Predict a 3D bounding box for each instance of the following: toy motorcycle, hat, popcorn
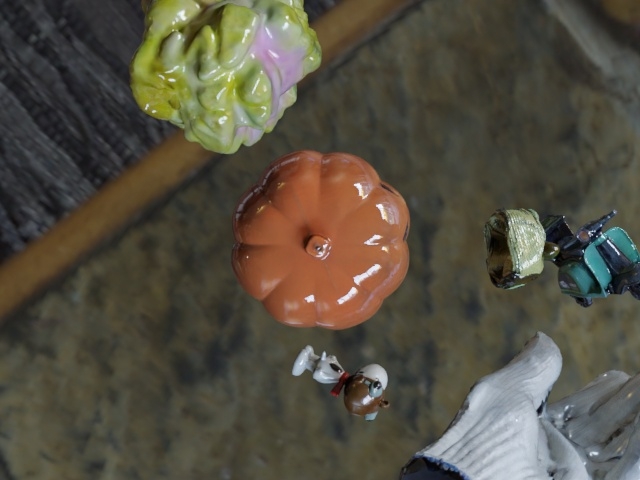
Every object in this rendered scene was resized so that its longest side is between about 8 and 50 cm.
[{"bbox_3d":[0.275,0.020,1.544,0.058,0.173,0.100,-40,102,-13],"label":"toy motorcycle"},{"bbox_3d":[0.198,0.006,1.515,0.059,0.077,0.076,-10,79,-12],"label":"hat"},{"bbox_3d":[-0.062,-0.125,1.036,0.126,0.126,0.145,9,45,7],"label":"popcorn"}]

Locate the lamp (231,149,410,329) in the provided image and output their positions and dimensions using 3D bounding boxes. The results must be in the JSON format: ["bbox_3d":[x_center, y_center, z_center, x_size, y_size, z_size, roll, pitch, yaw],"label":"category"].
[{"bbox_3d":[0.000,0.000,1.550,0.187,0.164,0.187,0,93,3],"label":"lamp"}]

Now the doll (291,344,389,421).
[{"bbox_3d":[0.018,0.115,1.280,0.085,0.058,0.040,16,119,0],"label":"doll"}]

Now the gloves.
[{"bbox_3d":[0.115,0.117,0.825,0.119,0.229,0.097,58,136,10],"label":"gloves"}]
